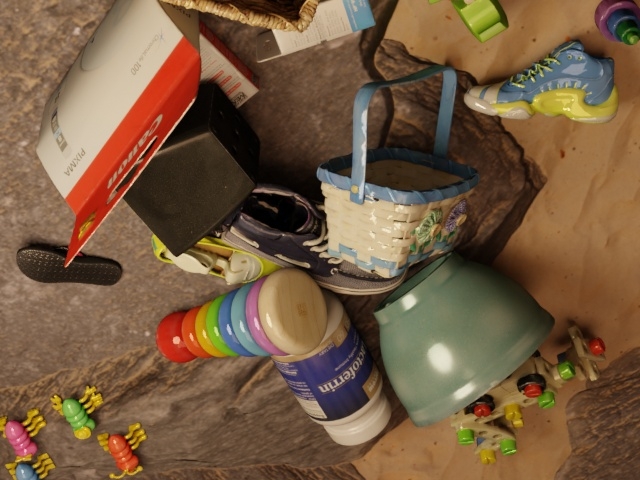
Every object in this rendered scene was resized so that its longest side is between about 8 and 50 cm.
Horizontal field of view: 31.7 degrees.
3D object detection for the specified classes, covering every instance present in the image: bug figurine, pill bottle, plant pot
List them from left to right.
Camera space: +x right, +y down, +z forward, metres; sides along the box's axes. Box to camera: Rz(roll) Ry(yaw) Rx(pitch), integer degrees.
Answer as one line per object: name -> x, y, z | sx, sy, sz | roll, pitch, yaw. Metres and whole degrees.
bug figurine -> -0.473, 0.384, 2.075 | 0.279, 0.072, 0.216 | -19, 122, 9
plant pot -> -0.194, -0.125, 1.681 | 0.167, 0.187, 0.188 | -26, 125, 20
pill bottle -> 0.017, 0.225, 1.961 | 0.153, 0.153, 0.265 | -23, 122, 11
plant pot -> 0.211, 0.142, 1.871 | 0.293, 0.293, 0.196 | -38, 92, 19

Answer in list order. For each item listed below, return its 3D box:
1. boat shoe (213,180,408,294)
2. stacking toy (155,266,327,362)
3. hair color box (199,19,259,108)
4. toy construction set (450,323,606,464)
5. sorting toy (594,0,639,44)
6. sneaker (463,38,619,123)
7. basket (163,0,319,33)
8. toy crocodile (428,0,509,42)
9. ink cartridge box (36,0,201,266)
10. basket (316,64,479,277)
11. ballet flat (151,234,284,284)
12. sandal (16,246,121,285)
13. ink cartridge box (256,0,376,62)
boat shoe -> 0.000, 0.000, 1.792 | 0.340, 0.158, 0.127 | 15, 79, -13
stacking toy -> -0.149, 0.145, 1.862 | 0.330, 0.141, 0.141 | -18, 127, 40
hair color box -> -0.165, -0.260, 1.697 | 0.072, 0.043, 0.141 | -36, 118, 19
toy construction set -> 0.361, 0.274, 2.009 | 0.327, 0.151, 0.215 | -39, 133, 19
sorting toy -> 0.406, -0.431, 1.583 | 0.127, 0.126, 0.366 | -17, 122, 6
sneaker -> 0.342, -0.250, 1.732 | 0.240, 0.091, 0.126 | 3, 104, -6
basket -> -0.128, -0.433, 1.483 | 0.299, 0.223, 0.214 | 14, 121, -12
toy crocodile -> 0.178, -0.435, 1.574 | 0.115, 0.105, 0.341 | -19, 122, 8
ink cartridge box -> -0.284, -0.189, 1.531 | 0.091, 0.385, 0.308 | 31, 115, -23
basket -> 0.124, -0.109, 1.694 | 0.201, 0.254, 0.289 | 14, 114, 35
ballet flat -> -0.170, 0.035, 1.868 | 0.230, 0.077, 0.077 | 16, 120, -15
sandal -> -0.422, 0.040, 1.881 | 0.179, 0.040, 0.067 | 10, 128, -28
ink cartridge box -> -0.017, -0.328, 1.628 | 0.180, 0.104, 0.060 | -17, 123, 6
